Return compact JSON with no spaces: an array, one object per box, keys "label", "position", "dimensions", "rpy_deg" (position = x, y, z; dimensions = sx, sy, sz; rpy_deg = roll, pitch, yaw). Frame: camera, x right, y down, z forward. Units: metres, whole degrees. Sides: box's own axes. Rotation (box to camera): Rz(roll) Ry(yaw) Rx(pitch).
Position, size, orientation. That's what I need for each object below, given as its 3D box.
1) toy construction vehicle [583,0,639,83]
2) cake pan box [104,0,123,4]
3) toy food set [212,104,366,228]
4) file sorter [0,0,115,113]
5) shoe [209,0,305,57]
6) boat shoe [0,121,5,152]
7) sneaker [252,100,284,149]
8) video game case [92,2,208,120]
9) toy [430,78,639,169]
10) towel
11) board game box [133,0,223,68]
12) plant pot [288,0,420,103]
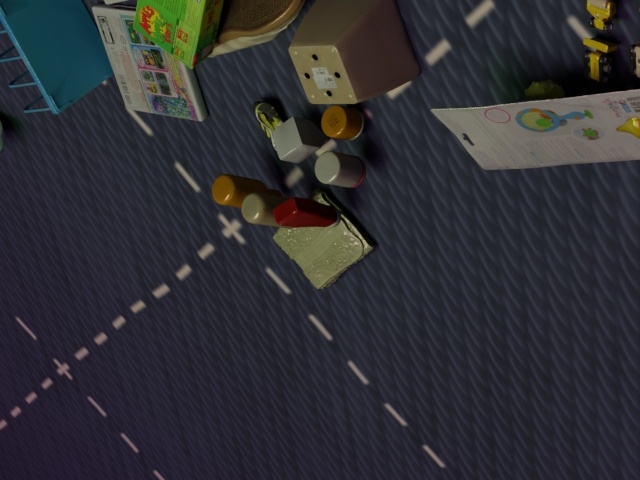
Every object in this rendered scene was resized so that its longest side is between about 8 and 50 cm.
[{"label":"toy construction vehicle","position":[0.299,-0.198,1.480],"dimensions":[0.086,0.035,0.098],"rpy_deg":[25,138,43]},{"label":"cake pan box","position":[-0.213,-0.411,1.751],"dimensions":[0.267,0.070,0.246],"rpy_deg":[0,122,44]},{"label":"toy food set","position":[-0.014,-0.077,1.854],"dimensions":[0.232,0.104,0.111],"rpy_deg":[-34,65,32]},{"label":"file sorter","position":[-0.377,-0.269,2.007],"dimensions":[0.104,0.118,0.170],"rpy_deg":[0,124,48]},{"label":"shoe","position":[-0.087,-0.269,1.779],"dimensions":[0.219,0.058,0.077],"rpy_deg":[-14,83,46]},{"label":"boat shoe","position":[-0.583,-0.152,2.331],"dimensions":[0.301,0.108,0.102],"rpy_deg":[15,134,38]},{"label":"sneaker","position":[-0.058,-0.145,1.888],"dimensions":[0.083,0.031,0.035],"rpy_deg":[60,174,-33]},{"label":"video game case","position":[-0.224,-0.234,1.970],"dimensions":[0.143,0.019,0.157],"rpy_deg":[12,131,37]},{"label":"toy","position":[0.252,-0.128,1.552],"dimensions":[0.237,0.056,0.137],"rpy_deg":[1,155,34]},{"label":"towel","position":[0.000,0.000,1.964],"dimensions":[0.110,0.027,0.148],"rpy_deg":[48,144,-1]},{"label":"board game box","position":[-0.157,-0.292,1.717],"dimensions":[0.092,0.043,0.181],"rpy_deg":[36,142,14]},{"label":"plant pot","position":[0.029,-0.208,1.678],"dimensions":[0.109,0.096,0.109],"rpy_deg":[5,127,42]}]
